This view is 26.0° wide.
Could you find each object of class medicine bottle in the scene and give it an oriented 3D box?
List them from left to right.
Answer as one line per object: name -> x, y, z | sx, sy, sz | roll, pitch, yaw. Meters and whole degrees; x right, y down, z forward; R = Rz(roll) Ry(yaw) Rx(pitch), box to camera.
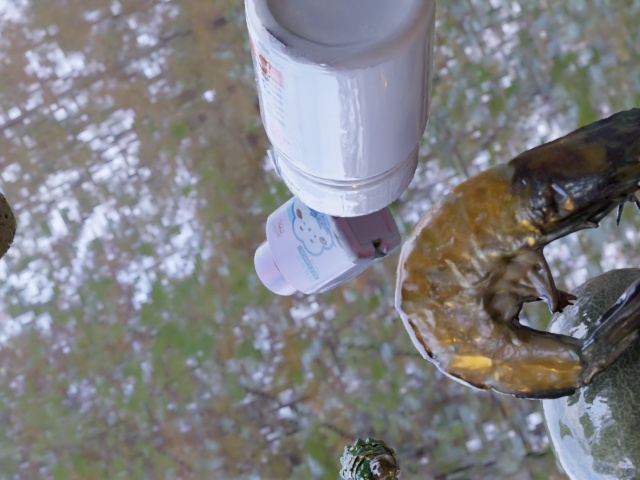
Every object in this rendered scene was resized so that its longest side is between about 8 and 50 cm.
medicine bottle -> 0.000, 0.000, 1.707 | 0.094, 0.188, 0.119 | -20, -100, -41
medicine bottle -> 0.019, -0.126, 1.087 | 0.252, 0.144, 0.144 | 81, 177, -62

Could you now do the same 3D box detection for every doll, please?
doll -> 0.052, 0.276, 1.685 | 0.076, 0.078, 0.113 | 51, -175, 17

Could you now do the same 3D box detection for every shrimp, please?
shrimp -> 0.297, 0.005, 1.526 | 0.272, 0.445, 0.085 | 57, -178, -7

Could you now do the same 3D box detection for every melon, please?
melon -> 0.382, 0.179, 1.665 | 0.237, 0.237, 0.301 | 47, -142, -41

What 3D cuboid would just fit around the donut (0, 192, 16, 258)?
donut -> -0.478, 0.033, 1.673 | 0.107, 0.272, 0.272 | 55, -157, -19
